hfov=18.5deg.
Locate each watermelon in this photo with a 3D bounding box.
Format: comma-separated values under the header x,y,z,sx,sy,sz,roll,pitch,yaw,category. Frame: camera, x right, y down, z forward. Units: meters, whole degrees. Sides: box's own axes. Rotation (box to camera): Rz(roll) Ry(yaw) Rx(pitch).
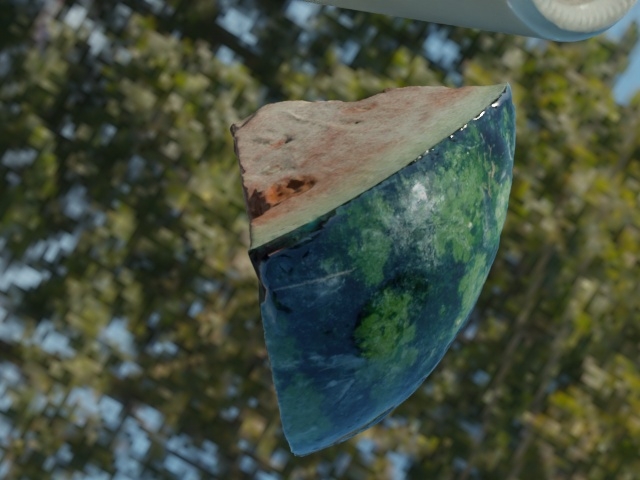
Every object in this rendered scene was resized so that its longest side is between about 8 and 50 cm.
x,y,z,sx,sy,sz,roll,pitch,yaw,category
0.020,0.010,1.015,0.202,0.136,0.207,-93,-170,-50,watermelon

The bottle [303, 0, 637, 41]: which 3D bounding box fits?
x,y,z,sx,sy,sz,roll,pitch,yaw,category
0.038,-0.156,0.915,0.245,0.104,0.104,18,-105,50,bottle
